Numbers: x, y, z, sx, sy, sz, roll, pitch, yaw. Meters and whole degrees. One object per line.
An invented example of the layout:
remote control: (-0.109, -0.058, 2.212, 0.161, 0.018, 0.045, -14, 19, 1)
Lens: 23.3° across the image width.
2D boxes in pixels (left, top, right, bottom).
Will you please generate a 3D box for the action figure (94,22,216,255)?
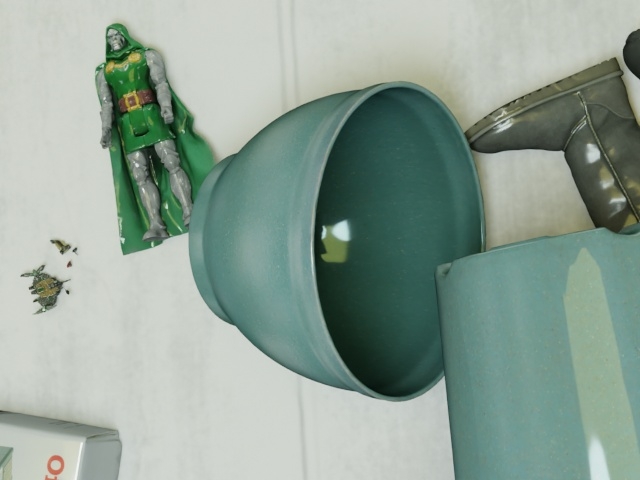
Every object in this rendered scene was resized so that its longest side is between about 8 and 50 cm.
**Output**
action figure: (-0.182, -0.116, 1.604, 0.137, 0.063, 0.232, -20, 80, 10)

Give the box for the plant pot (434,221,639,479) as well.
plant pot: (0.253, 0.161, 1.367, 0.341, 0.341, 0.334, -11, 86, 8)

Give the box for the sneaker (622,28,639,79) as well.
sneaker: (0.403, -0.070, 1.472, 0.330, 0.122, 0.146, 38, 91, 10)

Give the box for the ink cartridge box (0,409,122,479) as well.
ink cartridge box: (-0.367, 0.275, 1.574, 0.289, 0.121, 0.211, 7, 87, 10)

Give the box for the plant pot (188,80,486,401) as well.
plant pot: (0.000, 0.000, 1.474, 0.196, 0.293, 0.293, 1, 86, 35)

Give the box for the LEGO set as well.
LEGO set: (-0.282, 0.041, 1.630, 0.054, 0.023, 0.083, 38, 80, 7)

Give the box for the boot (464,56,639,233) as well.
boot: (0.260, -0.055, 1.528, 0.189, 0.076, 0.209, -23, 90, 9)
